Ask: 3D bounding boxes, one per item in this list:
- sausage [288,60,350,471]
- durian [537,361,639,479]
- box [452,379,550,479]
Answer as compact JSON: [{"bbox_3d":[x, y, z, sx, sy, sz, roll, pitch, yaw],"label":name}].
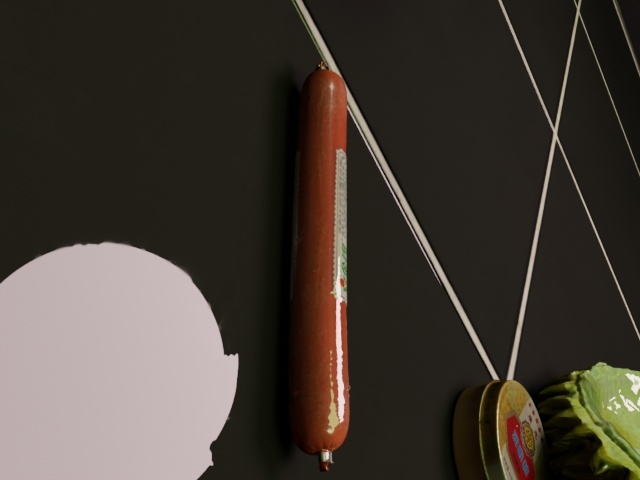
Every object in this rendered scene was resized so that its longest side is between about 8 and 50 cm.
[{"bbox_3d":[0.000,0.000,0.443,0.034,0.034,0.253,33,50,-48],"label":"sausage"},{"bbox_3d":[0.292,0.185,0.671,0.394,0.198,0.163,-27,102,-66],"label":"durian"},{"bbox_3d":[0.135,0.157,0.587,0.105,0.037,0.105,33,50,-49],"label":"box"}]
